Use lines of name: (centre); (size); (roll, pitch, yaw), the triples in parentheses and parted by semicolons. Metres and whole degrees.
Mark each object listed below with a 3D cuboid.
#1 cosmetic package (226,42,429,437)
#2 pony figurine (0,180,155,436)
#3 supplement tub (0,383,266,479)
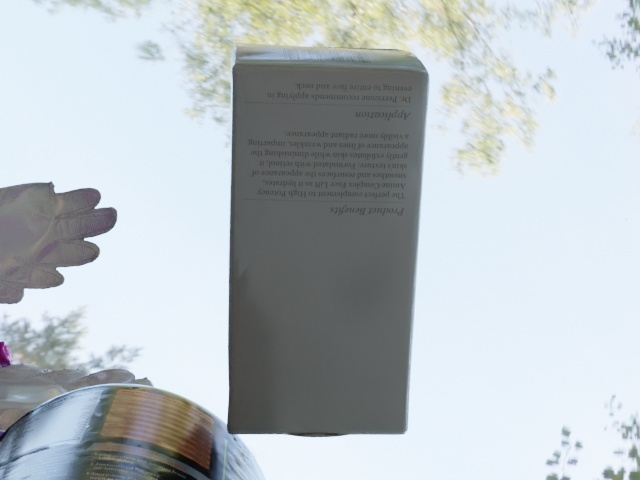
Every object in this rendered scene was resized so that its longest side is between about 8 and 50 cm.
cosmetic package: (0.000, 0.000, 0.709); (0.117, 0.085, 0.231); (2, -72, -4)
pony figurine: (-0.360, 0.115, 1.088); (0.303, 0.351, 0.363); (63, -38, 37)
supplement tub: (-0.125, 0.206, 0.660); (0.207, 0.338, 0.207); (0, -82, -3)
